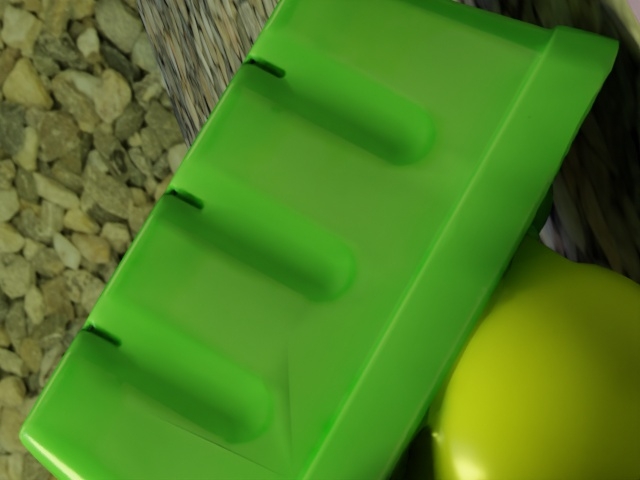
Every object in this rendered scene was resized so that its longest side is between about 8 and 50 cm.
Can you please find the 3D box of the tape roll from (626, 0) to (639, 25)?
[{"bbox_3d":[0.154,-0.097,0.352,0.080,0.189,0.189,-149,40,-72],"label":"tape roll"}]

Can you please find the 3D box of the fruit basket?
[{"bbox_3d":[0.070,0.073,0.914,0.283,0.392,0.392,129,120,-78],"label":"fruit basket"}]
